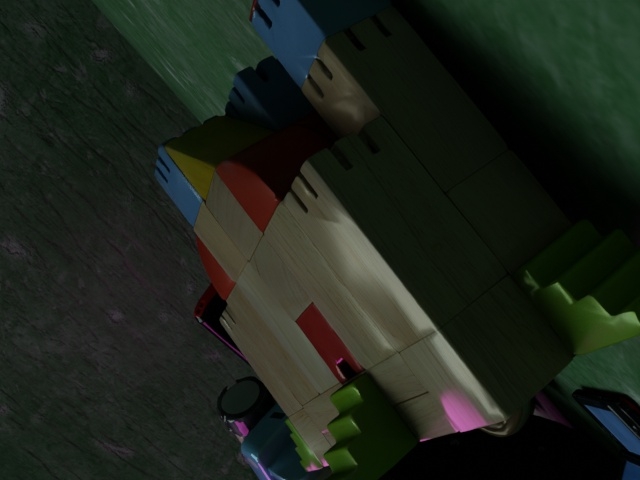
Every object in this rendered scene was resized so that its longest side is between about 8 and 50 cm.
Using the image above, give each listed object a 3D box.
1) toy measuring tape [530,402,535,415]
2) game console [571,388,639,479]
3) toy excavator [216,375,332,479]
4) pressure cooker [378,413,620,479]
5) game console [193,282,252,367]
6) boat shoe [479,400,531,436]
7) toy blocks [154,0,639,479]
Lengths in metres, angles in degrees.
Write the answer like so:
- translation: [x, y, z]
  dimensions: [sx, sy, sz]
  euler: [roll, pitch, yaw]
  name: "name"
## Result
- translation: [0.195, 0.229, 1.073]
  dimensions: [0.330, 0.121, 0.121]
  euler: [23, -169, -33]
  name: "toy measuring tape"
- translation: [0.272, 0.212, 0.659]
  dimensions: [0.124, 0.085, 0.144]
  euler: [46, 176, 8]
  name: "game console"
- translation: [0.002, 0.410, 1.287]
  dimensions: [0.445, 0.433, 0.222]
  euler: [15, 139, 44]
  name: "toy excavator"
- translation: [0.240, 0.487, 0.936]
  dimensions: [0.370, 0.376, 0.420]
  euler: [-87, -10, -60]
  name: "pressure cooker"
- translation: [-0.054, 0.116, 1.497]
  dimensions: [0.060, 0.342, 0.386]
  euler: [23, 160, 46]
  name: "game console"
- translation: [0.189, 0.143, 0.938]
  dimensions: [0.089, 0.104, 0.285]
  euler: [11, -156, -32]
  name: "boat shoe"
- translation: [0.000, 0.000, 0.466]
  dimensions: [0.261, 0.191, 0.381]
  euler: [53, 155, 8]
  name: "toy blocks"
